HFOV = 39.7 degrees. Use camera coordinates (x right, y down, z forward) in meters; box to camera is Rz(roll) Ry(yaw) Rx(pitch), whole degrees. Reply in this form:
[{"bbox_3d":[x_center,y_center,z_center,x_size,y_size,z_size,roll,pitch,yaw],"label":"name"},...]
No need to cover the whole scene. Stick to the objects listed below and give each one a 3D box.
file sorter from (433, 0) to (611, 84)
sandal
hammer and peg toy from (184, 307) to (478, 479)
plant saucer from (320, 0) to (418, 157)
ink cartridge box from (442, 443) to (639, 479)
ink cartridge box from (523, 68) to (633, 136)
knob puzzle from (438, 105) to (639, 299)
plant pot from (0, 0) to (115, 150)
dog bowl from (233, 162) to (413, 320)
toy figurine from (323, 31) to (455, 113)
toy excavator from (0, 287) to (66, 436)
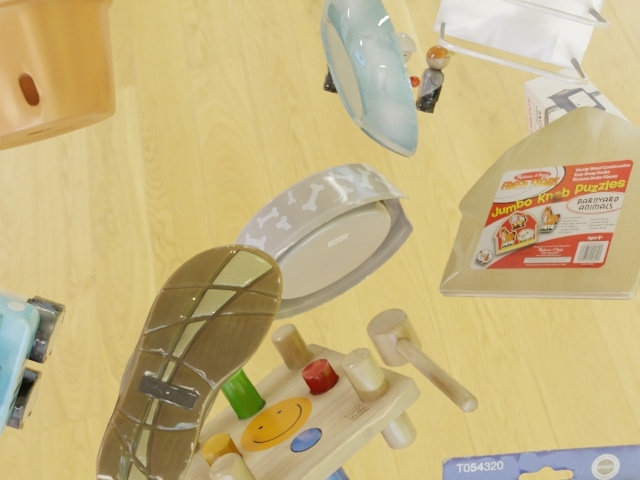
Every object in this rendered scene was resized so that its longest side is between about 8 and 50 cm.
[{"bbox_3d":[0.260,-0.341,1.015,0.193,0.277,0.173,16,22,2],"label":"file sorter"},{"bbox_3d":[-0.087,0.082,0.561,0.072,0.049,0.180,26,84,-8],"label":"sandal"},{"bbox_3d":[-0.002,0.188,1.035,0.361,0.127,0.266,-36,19,-21],"label":"hammer and peg toy"},{"bbox_3d":[0.036,-0.163,0.825,0.038,0.195,0.195,-21,57,-6],"label":"plant saucer"},{"bbox_3d":[0.342,0.476,1.334,0.324,0.330,0.071,-3,18,-5],"label":"ink cartridge box"},{"bbox_3d":[0.428,-0.150,1.448,0.100,0.172,0.237,-18,40,-1],"label":"ink cartridge box"},{"bbox_3d":[0.204,-0.031,0.743,0.213,0.030,0.213,-27,40,25],"label":"knob puzzle"},{"bbox_3d":[-0.392,-0.234,1.145,0.291,0.291,0.203,-15,97,9],"label":"plant pot"},{"bbox_3d":[0.000,0.000,1.546,0.349,0.349,0.102,-33,68,-2],"label":"dog bowl"},{"bbox_3d":[0.129,-0.339,1.705,0.213,0.210,0.148,26,112,38],"label":"toy figurine"},{"bbox_3d":[-0.545,0.180,1.309,0.222,0.432,0.445,20,21,-7],"label":"toy excavator"}]
